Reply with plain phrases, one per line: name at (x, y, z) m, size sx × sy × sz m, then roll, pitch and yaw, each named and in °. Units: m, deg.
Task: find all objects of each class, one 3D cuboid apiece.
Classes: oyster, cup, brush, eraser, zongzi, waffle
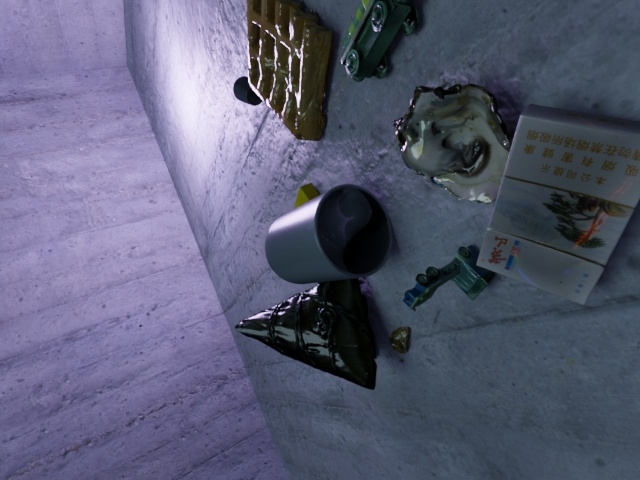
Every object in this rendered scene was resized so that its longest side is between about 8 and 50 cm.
oyster at (0.196, 0.247, 1.014) m, size 0.051 × 0.034 × 0.093 m, roll 27°, pitch 126°, yaw 43°
cup at (-0.217, -0.476, 1.274) m, size 0.077 × 0.078 × 0.100 m, roll 38°, pitch 108°, yaw 39°
brush at (0.131, 0.241, 1.143) m, size 0.063 × 0.016 × 0.193 m, roll 22°, pitch 126°, yaw 58°
oyster at (0.224, -0.155, 0.656) m, size 0.222 × 0.083 × 0.214 m, roll 51°, pitch 160°, yaw 1°
eraser at (-0.023, -0.089, 1.184) m, size 0.122 × 0.045 × 0.097 m, roll 56°, pitch 150°, yaw 24°
zongzi at (0.015, 0.260, 1.201) m, size 0.384 × 0.362 × 0.318 m, roll -12°, pitch 72°, yaw 31°
waffle at (-0.092, -0.456, 1.045) m, size 0.348 × 0.078 × 0.304 m, roll 52°, pitch 148°, yaw 32°
cup at (0.000, 0.000, 0.996) m, size 0.312 × 0.206 × 0.205 m, roll -17°, pitch 92°, yaw 58°

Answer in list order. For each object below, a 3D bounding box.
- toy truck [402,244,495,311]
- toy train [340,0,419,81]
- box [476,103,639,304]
toy truck at (0.223, 0.077, 0.703) m, size 0.081 × 0.175 × 0.067 m, roll 48°, pitch 145°, yaw 26°
toy train at (0.098, -0.391, 0.744) m, size 0.200 × 0.083 × 0.132 m, roll 137°, pitch 122°, yaw -60°
box at (0.310, -0.044, 0.532) m, size 0.150 × 0.067 × 0.233 m, roll 23°, pitch 130°, yaw 29°
